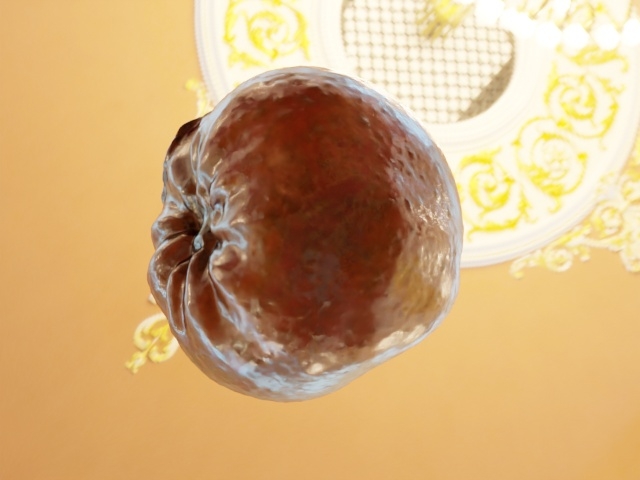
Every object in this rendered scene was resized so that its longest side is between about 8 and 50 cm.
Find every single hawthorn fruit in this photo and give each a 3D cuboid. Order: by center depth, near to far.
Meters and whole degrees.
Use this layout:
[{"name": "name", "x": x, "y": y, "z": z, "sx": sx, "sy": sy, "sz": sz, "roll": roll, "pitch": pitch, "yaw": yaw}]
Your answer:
[{"name": "hawthorn fruit", "x": 0.000, "y": 0.000, "z": 1.409, "sx": 0.402, "sy": 0.403, "sz": 0.403, "roll": 4, "pitch": -104, "yaw": -15}]
